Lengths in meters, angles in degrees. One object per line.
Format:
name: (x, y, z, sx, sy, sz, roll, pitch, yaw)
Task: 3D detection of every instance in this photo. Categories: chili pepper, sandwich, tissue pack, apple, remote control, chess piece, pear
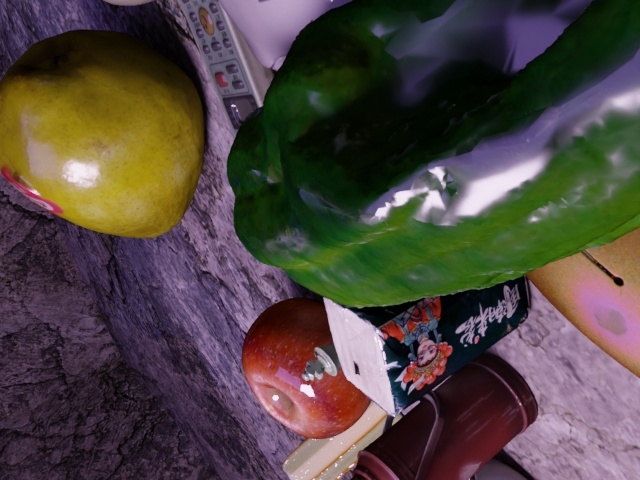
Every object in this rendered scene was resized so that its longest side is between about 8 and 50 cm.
chili pepper: (0.064, -0.066, 0.426, 0.385, 0.167, 0.213, -30, 84, 54)
sandwich: (0.031, 0.295, 1.025, 0.079, 0.163, 0.113, 50, 153, 15)
tissue pack: (0.098, 0.060, 0.618, 0.090, 0.170, 0.103, 27, 139, 48)
apple: (-0.011, 0.169, 0.972, 0.201, 0.162, 0.201, 30, 144, 25)
remote control: (-0.114, -0.235, 0.818, 0.123, 0.038, 0.285, 14, 131, 57)
chess piece: (0.038, 0.120, 0.823, 0.059, 0.149, 0.059, 41, 152, 27)
pear: (-0.298, -0.136, 1.016, 0.287, 0.287, 0.375, 38, 169, 36)

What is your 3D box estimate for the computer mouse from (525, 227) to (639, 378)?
computer mouse: (0.215, 0.007, 0.464, 0.310, 0.072, 0.158, 46, 151, 25)

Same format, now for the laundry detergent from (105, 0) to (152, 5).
laundry detergent: (-0.221, -0.353, 0.758, 0.253, 0.091, 0.181, 59, 147, 26)

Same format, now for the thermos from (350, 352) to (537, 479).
thermos: (0.111, 0.220, 0.709, 0.124, 0.232, 0.099, 58, 155, -4)

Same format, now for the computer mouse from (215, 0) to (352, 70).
computer mouse: (-0.026, -0.223, 0.578, 0.297, 0.121, 0.184, 20, 137, 51)

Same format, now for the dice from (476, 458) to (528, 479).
dice: (0.186, 0.391, 0.822, 0.194, 0.193, 0.192, 47, 155, 25)
